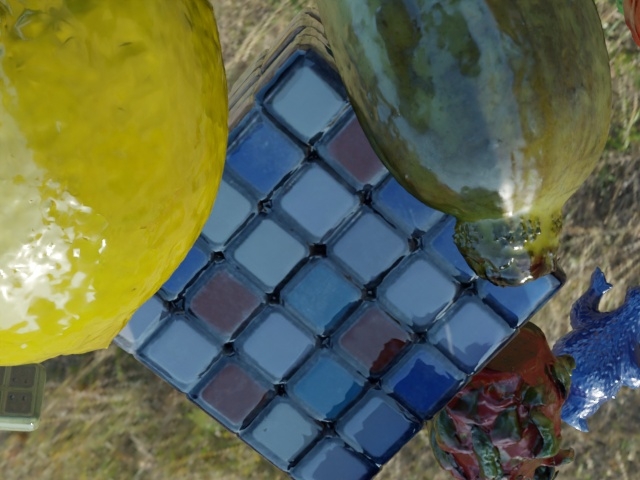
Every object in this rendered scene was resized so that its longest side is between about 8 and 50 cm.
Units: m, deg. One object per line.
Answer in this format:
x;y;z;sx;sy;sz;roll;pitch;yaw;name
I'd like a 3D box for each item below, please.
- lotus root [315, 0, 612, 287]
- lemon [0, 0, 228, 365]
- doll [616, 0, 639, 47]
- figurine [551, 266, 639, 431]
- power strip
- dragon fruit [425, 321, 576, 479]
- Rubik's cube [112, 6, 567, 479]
0.092;-0.124;0.691;0.173;0.173;0.309;-28;76;39;lotus root
-0.159;-0.079;0.499;0.263;0.236;0.236;44;130;-2;lemon
0.398;-0.244;1.103;0.182;0.363;0.160;-20;103;16;doll
0.443;0.170;1.740;0.164;0.120;0.262;30;99;27;figurine
-0.360;0.150;1.094;0.168;0.076;0.028;5;138;-12;power strip
0.192;0.182;1.154;0.166;0.160;0.172;-10;124;-9;dragon fruit
0.000;0.000;0.982;0.293;0.292;0.287;39;103;-14;Rubik's cube
